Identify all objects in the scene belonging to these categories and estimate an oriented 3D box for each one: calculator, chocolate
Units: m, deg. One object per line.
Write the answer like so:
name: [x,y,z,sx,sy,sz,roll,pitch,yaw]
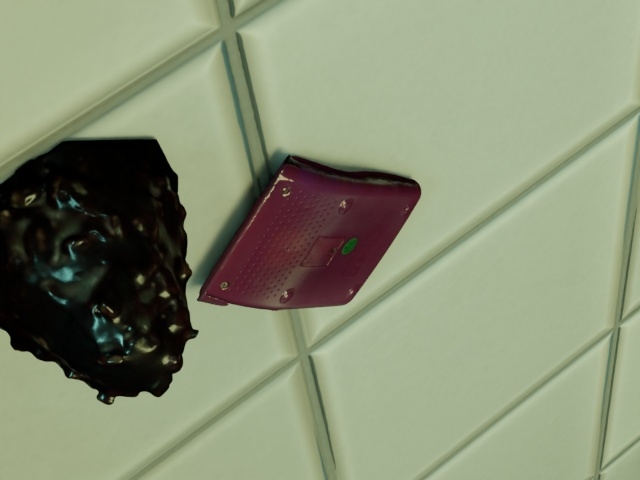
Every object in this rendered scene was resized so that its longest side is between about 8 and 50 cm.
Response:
calculator: [0.000,0.000,1.051,0.190,0.034,0.127,5,122,-54]
chocolate: [-0.122,0.034,0.845,0.156,0.133,0.156,-30,149,-21]
